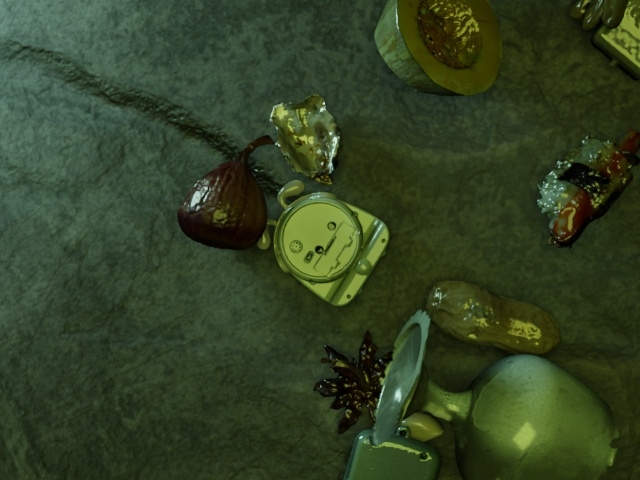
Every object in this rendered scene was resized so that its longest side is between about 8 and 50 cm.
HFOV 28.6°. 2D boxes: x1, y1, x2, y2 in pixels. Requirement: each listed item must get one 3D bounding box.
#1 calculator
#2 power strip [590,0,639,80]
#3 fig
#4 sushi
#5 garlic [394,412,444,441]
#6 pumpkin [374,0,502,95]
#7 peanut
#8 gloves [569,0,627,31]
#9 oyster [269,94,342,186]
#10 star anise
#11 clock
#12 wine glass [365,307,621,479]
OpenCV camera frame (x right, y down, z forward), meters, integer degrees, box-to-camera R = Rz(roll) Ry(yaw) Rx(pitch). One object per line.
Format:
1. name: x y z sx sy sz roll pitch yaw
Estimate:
1. calculator: 0.097 0.398 1.912 0.141 0.045 0.246 15 99 1
2. power strip: 0.524 -0.362 1.899 0.105 0.070 0.256 40 93 4
3. fig: -0.129 -0.083 1.903 0.134 0.146 0.201 29 81 -34
4. sushi: 0.400 -0.086 1.891 0.103 0.097 0.226 45 77 -2
5. garlic: 0.142 0.290 1.931 0.083 0.041 0.053 -28 100 13
6. pumpkin: 0.165 -0.305 1.893 0.110 0.217 0.217 -22 87 42
7. peanut: 0.261 0.123 1.904 0.214 0.099 0.099 19 91 -3
8. gloves: 0.419 -0.475 1.868 0.141 0.154 0.331 -11 82 5
9. oyster: -0.017 -0.149 1.938 0.103 0.051 0.148 -15 73 6
10. star anise: 0.068 0.222 1.929 0.168 0.057 0.168 0 96 -3
11. clock: 0.000 0.000 1.931 0.191 0.062 0.151 32 91 4
12. wine glass: 0.251 0.257 1.819 0.323 0.238 0.238 20 91 -11
